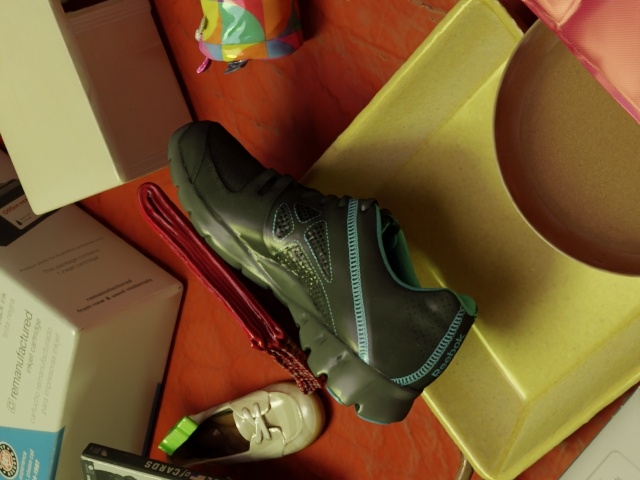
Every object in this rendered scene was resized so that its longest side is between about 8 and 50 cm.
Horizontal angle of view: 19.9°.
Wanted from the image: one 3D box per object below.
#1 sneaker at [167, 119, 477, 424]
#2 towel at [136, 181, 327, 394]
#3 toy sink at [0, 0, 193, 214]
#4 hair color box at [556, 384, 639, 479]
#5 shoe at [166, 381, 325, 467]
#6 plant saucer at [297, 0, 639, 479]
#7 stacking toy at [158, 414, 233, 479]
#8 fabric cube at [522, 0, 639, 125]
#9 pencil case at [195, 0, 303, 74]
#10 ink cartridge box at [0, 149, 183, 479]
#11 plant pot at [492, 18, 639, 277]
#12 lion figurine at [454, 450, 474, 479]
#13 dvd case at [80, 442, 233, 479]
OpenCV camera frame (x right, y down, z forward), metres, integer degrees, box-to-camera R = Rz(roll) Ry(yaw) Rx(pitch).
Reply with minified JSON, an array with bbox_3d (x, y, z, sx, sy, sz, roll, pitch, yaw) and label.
[{"bbox_3d":[0.000,0.000,1.612,0.139,0.125,0.341,-48,69,14],"label":"sneaker"},{"bbox_3d":[-0.082,0.051,1.729,0.031,0.275,0.199,-40,74,-2],"label":"towel"},{"bbox_3d":[-0.243,-0.166,1.841,0.153,0.131,0.234,-17,97,45],"label":"toy sink"},{"bbox_3d":[0.225,0.308,1.507,0.174,0.105,0.347,42,95,24],"label":"hair color box"},{"bbox_3d":[-0.080,0.200,1.896,0.219,0.058,0.076,-22,92,45],"label":"shoe"},{"bbox_3d":[0.165,-0.004,1.573,0.333,0.081,0.333,54,135,11],"label":"plant saucer"},{"bbox_3d":[-0.127,0.292,1.933,0.167,0.052,0.221,37,136,-4],"label":"stacking toy"},{"bbox_3d":[0.288,-0.256,1.235,0.259,0.254,0.258,48,134,16],"label":"fabric cube"},{"bbox_3d":[-0.077,-0.272,1.665,0.104,0.104,0.236,7,109,40],"label":"pencil case"},{"bbox_3d":[-0.365,0.083,2.032,0.395,0.166,0.285,34,127,28],"label":"ink cartridge box"},{"bbox_3d":[0.252,-0.088,1.413,0.236,0.032,0.236,-1,84,10],"label":"plant pot"},{"bbox_3d":[0.204,0.385,1.685,0.392,0.142,0.240,56,144,29],"label":"lion figurine"},{"bbox_3d":[-0.130,0.309,1.897,0.238,0.029,0.179,12,130,19],"label":"dvd case"}]
